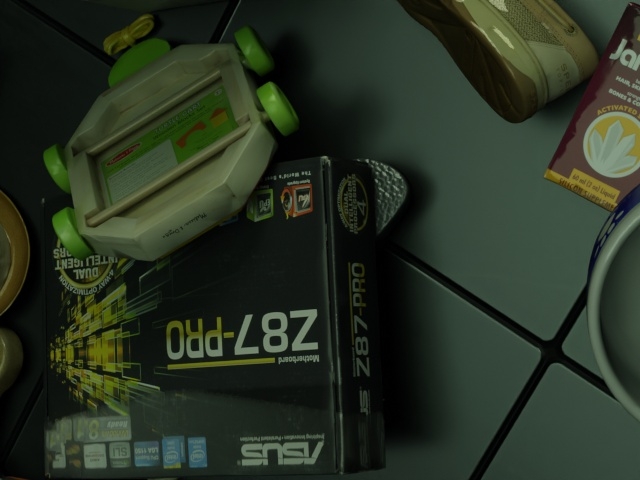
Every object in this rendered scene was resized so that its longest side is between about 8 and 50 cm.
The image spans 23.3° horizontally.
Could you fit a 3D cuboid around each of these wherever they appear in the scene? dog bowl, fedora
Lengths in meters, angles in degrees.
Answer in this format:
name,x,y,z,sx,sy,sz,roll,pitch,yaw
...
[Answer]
name,x,y,z,sx,sy,sz,roll,pitch,yaw
dog bowl,0.376,0.056,1.419,0.264,0.104,0.265,2,105,7
fedora,-0.438,0.012,1.823,0.194,0.079,0.194,-3,81,20

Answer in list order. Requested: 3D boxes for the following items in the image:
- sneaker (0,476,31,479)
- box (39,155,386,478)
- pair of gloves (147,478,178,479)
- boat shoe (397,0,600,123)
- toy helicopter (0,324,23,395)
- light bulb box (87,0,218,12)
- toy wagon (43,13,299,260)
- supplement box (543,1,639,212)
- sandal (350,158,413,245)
name,x,y,z,sx,sy,sz,roll,pitch,yaw
sneaker,-0.362,0.313,1.667,0.180,0.321,0.125,-3,76,41
box,-0.124,0.091,1.648,0.394,0.097,0.318,-5,85,32
pair of gloves,-0.168,0.284,1.752,0.204,0.042,0.240,13,97,23
boat shoe,0.145,-0.269,1.557,0.110,0.122,0.341,-30,70,-13
toy helicopter,-0.450,0.265,1.851,0.235,0.140,0.355,18,89,31
light bulb box,-0.182,-0.434,1.548,0.225,0.358,0.361,-4,90,22
toy wagon,-0.165,-0.124,1.642,0.267,0.068,0.344,-30,39,8
supplement box,0.308,-0.122,1.497,0.104,0.081,0.188,29,104,20
sandal,-0.001,0.000,1.663,0.254,0.054,0.097,-40,68,26
